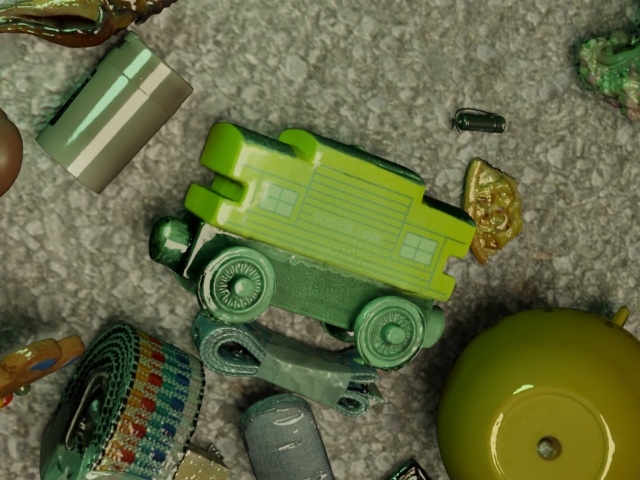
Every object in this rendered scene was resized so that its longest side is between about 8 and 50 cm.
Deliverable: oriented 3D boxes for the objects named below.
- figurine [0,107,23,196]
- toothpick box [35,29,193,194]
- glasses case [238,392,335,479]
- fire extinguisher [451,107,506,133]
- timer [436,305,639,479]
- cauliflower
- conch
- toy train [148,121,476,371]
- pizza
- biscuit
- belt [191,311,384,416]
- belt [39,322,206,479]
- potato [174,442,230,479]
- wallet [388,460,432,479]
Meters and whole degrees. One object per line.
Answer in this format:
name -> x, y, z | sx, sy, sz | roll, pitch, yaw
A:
figurine -> -0.520, -0.007, 1.569 | 0.277, 0.248, 0.388 | 13, 100, -22
toothpick box -> -0.254, -0.158, 1.697 | 0.180, 0.111, 0.111 | -48, 118, 1
glasses case -> -0.038, 0.332, 1.962 | 0.109, 0.067, 0.282 | -17, 127, -2
fire extinguisher -> 0.220, -0.169, 1.937 | 0.083, 0.025, 0.038 | 1, 70, -23
timer -> 0.340, 0.263, 1.990 | 0.376, 0.387, 0.376 | 0, 92, 14
cauliflower -> 0.507, -0.285, 1.943 | 0.256, 0.239, 0.315 | 11, 69, -38
conch -> -0.288, -0.275, 1.664 | 0.233, 0.086, 0.080 | -25, 156, 1
toy train -> 0.000, 0.000, 1.829 | 0.442, 0.179, 0.272 | 19, 94, -25
pizza -> 0.252, -0.045, 1.986 | 0.099, 0.036, 0.160 | -11, 112, -19
biscuit -> -0.441, 0.203, 1.697 | 0.324, 0.205, 0.049 | -25, 86, 8
belt -> -0.041, 0.170, 1.919 | 0.302, 0.072, 0.087 | 21, 105, -28
belt -> -0.263, 0.244, 1.779 | 0.150, 0.207, 0.257 | 28, 79, -27
potato -> -0.191, 0.319, 1.918 | 0.122, 0.061, 0.086 | 28, 94, -28
wallet -> 0.132, 0.492, 2.114 | 0.221, 0.071, 0.262 | -38, 115, -1
